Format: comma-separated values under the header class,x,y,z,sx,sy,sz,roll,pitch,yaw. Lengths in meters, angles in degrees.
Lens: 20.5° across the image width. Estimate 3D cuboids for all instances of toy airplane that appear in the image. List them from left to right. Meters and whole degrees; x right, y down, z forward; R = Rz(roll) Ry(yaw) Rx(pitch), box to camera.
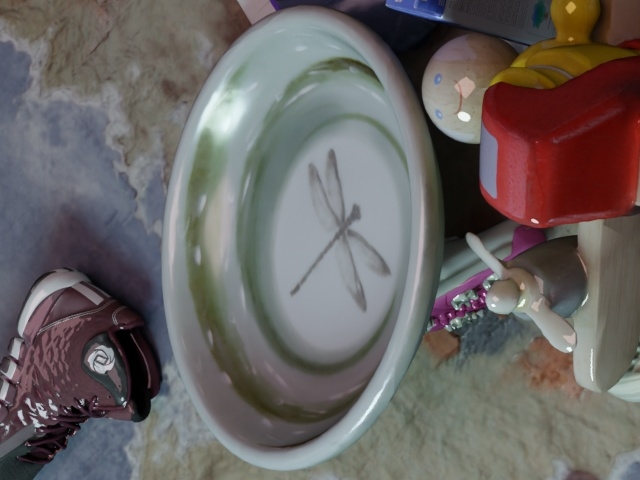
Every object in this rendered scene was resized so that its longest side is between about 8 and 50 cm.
class,x,y,z,sx,sy,sz,roll,pitch,yaw
toy airplane,0.217,-0.119,1.359,0.272,0.384,0.386,8,68,23

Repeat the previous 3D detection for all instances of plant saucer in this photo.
class,x,y,z,sx,sy,sz,roll,pitch,yaw
plant saucer,0.000,0.000,1.540,0.400,0.101,0.400,-11,77,54

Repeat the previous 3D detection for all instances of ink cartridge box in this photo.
class,x,y,z,sx,sy,sz,roll,pitch,yaw
ink cartridge box,0.144,-0.266,1.473,0.065,0.311,0.185,17,98,26

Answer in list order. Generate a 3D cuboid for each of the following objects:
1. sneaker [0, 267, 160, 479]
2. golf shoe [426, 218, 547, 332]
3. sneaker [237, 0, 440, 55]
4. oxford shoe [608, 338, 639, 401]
class,x,y,z,sx,sy,sz,roll,pitch,yaw
sneaker,-0.259,0.182,1.819,0.162,0.106,0.281,25,102,23
golf shoe,0.063,0.036,1.637,0.306,0.115,0.140,-30,73,25
sneaker,0.012,-0.314,1.662,0.236,0.130,0.322,-36,69,14
oxford shoe,0.418,0.026,1.431,0.449,0.130,0.169,-32,36,29
